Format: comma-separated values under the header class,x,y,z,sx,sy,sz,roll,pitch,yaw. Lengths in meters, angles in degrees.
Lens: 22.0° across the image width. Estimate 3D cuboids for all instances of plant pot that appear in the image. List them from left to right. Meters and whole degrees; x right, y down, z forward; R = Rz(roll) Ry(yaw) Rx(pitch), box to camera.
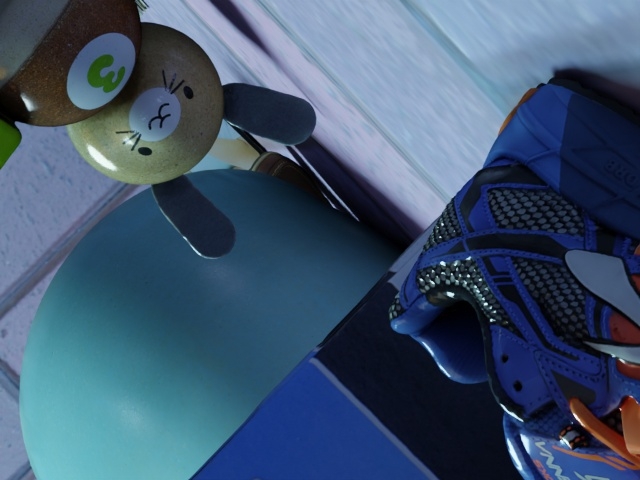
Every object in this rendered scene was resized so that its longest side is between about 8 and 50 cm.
class,x,y,z,sx,sy,sz,roll,pitch,yaw
plant pot,-0.017,0.116,1.082,0.293,0.293,0.235,48,165,-32

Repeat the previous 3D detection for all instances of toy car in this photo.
class,x,y,z,sx,sy,sz,roll,pitch,yaw
toy car,-0.098,-0.075,0.876,0.188,0.155,0.149,37,180,-21

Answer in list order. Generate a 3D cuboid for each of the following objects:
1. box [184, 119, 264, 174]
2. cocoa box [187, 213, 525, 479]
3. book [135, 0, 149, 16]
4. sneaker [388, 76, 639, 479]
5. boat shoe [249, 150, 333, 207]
class,x,y,z,sx,sy,sz,roll,pitch,yaw
box,-0.114,-0.075,1.468,0.290,0.087,0.169,45,176,14
cocoa box,0.100,0.173,0.670,0.231,0.228,0.347,44,176,24
book,-0.195,-0.218,1.240,0.144,0.035,0.096,47,179,-16
sneaker,0.090,0.036,0.386,0.083,0.087,0.221,47,176,-29
boat shoe,0.000,0.001,1.247,0.060,0.064,0.178,14,147,38
